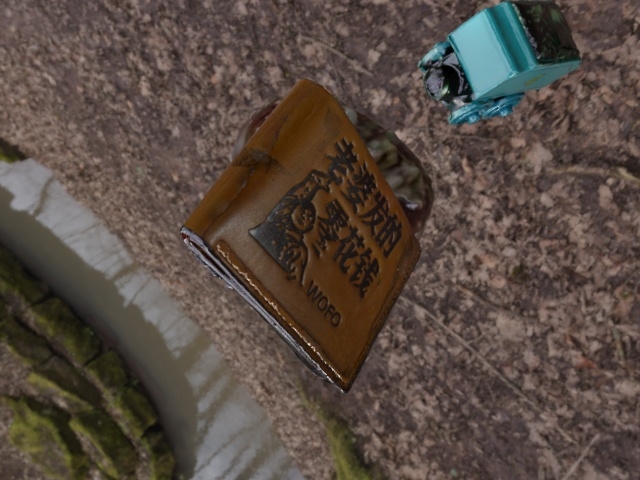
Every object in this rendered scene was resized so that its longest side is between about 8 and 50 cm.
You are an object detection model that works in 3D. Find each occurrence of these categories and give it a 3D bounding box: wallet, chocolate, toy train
[{"bbox_3d":[0.003,-0.001,0.473,0.042,0.161,0.195,1,139,40],"label":"wallet"},{"bbox_3d":[0.024,-0.088,0.923,0.340,0.225,0.210,39,168,7],"label":"chocolate"},{"bbox_3d":[0.216,-0.215,0.761,0.154,0.198,0.107,-29,82,48],"label":"toy train"}]
